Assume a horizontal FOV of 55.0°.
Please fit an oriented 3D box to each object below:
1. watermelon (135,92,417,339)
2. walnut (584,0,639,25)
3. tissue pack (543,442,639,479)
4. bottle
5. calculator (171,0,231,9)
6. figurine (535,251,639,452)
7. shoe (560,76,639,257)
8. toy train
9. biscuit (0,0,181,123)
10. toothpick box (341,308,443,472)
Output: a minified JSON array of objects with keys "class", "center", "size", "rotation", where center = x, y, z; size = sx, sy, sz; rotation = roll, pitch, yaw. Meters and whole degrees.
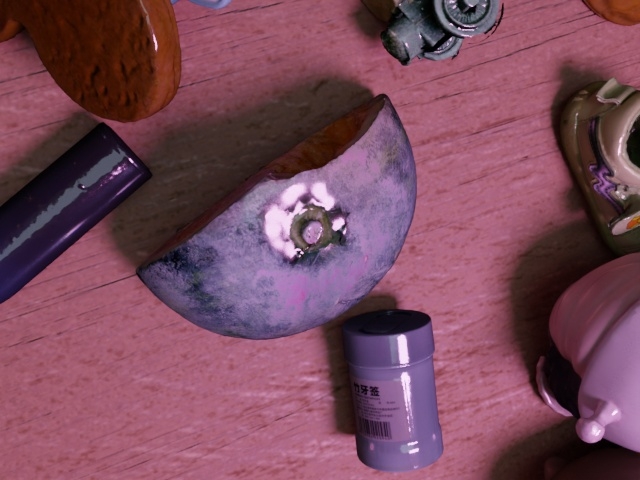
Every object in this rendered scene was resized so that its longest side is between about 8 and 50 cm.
[{"class":"watermelon","center":[0.001,0.000,0.611],"size":[0.322,0.175,0.188],"rotation":[-40,103,-6]},{"class":"walnut","center":[0.371,-0.352,0.708],"size":[0.211,0.087,0.167],"rotation":[42,89,-14]},{"class":"tissue pack","center":[0.451,0.365,0.715],"size":[0.388,0.277,0.267],"rotation":[-14,113,-10]},{"class":"bottle","center":[-0.280,-0.012,0.594],"size":[0.244,0.072,0.082],"rotation":[-43,98,-6]},{"class":"calculator","center":[-0.215,-0.350,0.515],"size":[0.256,0.054,0.386],"rotation":[-15,106,31]},{"class":"figurine","center":[0.437,0.112,0.679],"size":[0.362,0.211,0.253],"rotation":[-4,109,6]},{"class":"shoe","center":[0.380,-0.069,0.733],"size":[0.140,0.128,0.262],"rotation":[-33,100,6]},{"class":"toy train","center":[0.165,-0.323,0.633],"size":[0.307,0.126,0.189],"rotation":[-41,105,-2]},{"class":"biscuit","center":[-0.247,-0.285,0.490],"size":[0.432,0.283,0.064],"rotation":[52,45,-3]},{"class":"toothpick box","center":[0.080,0.163,0.685],"size":[0.101,0.101,0.153],"rotation":[-8,98,-13]}]
